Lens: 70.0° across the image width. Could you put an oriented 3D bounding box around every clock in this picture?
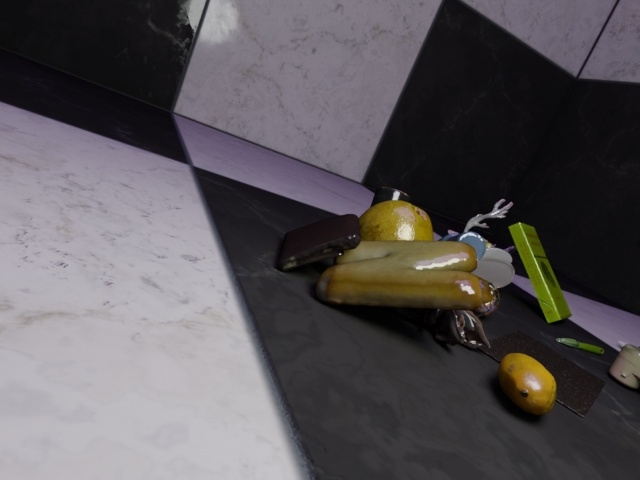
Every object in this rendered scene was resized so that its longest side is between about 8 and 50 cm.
[{"bbox_3d":[0.896,0.361,1.124,0.309,0.114,0.284,12,16,-46],"label":"clock"}]

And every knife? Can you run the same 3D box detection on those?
[{"bbox_3d":[0.731,0.295,1.279,0.184,0.022,0.026,17,-10,-22],"label":"knife"}]

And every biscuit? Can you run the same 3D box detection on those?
[{"bbox_3d":[0.152,0.056,0.872,0.291,0.062,0.237,2,21,17],"label":"biscuit"}]

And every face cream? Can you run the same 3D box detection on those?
[{"bbox_3d":[0.320,0.038,1.187,0.136,0.086,0.385,-6,-7,-4],"label":"face cream"}]

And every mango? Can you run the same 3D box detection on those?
[{"bbox_3d":[0.345,0.233,0.762,0.098,0.075,0.190,46,17,20],"label":"mango"}]

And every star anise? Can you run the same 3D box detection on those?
[{"bbox_3d":[0.232,0.136,0.913,0.231,0.089,0.209,19,26,-5],"label":"star anise"}]

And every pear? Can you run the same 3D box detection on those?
[{"bbox_3d":[0.177,0.001,1.108,0.209,0.208,0.209,22,14,-6],"label":"pear"}]

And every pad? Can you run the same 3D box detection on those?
[{"bbox_3d":[0.488,0.273,0.993,0.220,0.004,0.330,33,17,35],"label":"pad"}]

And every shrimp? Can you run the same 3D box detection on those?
[{"bbox_3d":[0.330,0.119,1.171,0.262,0.066,0.117,9,40,5],"label":"shrimp"}]

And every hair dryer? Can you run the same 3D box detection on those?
[{"bbox_3d":[0.167,-0.036,1.438,0.107,0.189,0.352,20,-9,-5],"label":"hair dryer"}]

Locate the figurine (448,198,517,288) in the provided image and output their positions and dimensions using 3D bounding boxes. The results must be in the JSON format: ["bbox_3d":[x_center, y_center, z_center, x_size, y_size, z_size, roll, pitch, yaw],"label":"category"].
[{"bbox_3d":[0.598,0.028,1.628,0.284,0.206,0.315,-19,26,9],"label":"figurine"}]

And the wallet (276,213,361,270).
[{"bbox_3d":[0.000,0.000,0.975,0.182,0.049,0.229,-17,13,6],"label":"wallet"}]

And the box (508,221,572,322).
[{"bbox_3d":[0.740,0.106,1.536,0.187,0.047,0.334,7,62,-52],"label":"box"}]

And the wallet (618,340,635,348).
[{"bbox_3d":[1.022,0.366,1.481,0.061,0.025,0.122,26,14,2],"label":"wallet"}]
